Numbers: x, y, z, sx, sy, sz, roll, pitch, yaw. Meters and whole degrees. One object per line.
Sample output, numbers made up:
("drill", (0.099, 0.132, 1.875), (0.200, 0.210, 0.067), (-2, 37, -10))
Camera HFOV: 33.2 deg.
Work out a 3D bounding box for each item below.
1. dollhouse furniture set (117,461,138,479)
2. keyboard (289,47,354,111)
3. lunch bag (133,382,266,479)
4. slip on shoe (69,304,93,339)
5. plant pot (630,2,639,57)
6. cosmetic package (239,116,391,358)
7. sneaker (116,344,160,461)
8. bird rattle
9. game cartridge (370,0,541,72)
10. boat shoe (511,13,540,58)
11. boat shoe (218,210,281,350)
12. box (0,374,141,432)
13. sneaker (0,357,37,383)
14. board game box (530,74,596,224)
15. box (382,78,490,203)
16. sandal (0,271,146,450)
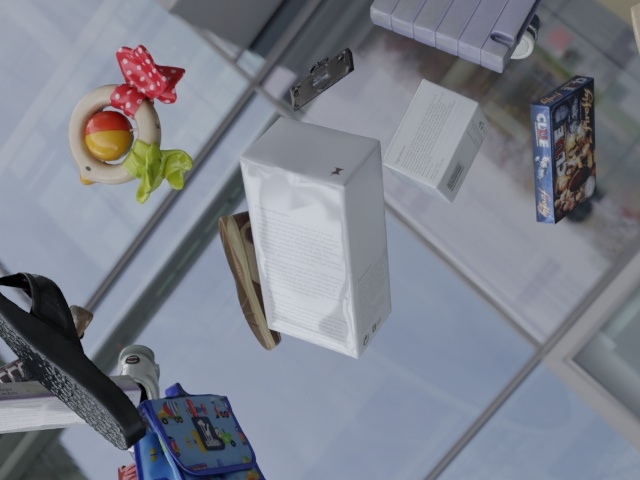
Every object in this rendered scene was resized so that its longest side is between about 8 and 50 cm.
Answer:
("dollhouse furniture set", (-0.381, 0.568, 2.086), (0.201, 0.374, 0.152), (43, -154, -40))
("keyboard", (0.003, -0.379, 2.496), (0.023, 0.180, 0.108), (35, -146, -40))
("lunch bag", (-0.197, 0.373, 1.729), (0.221, 0.138, 0.293), (6, -120, -59))
("slip on shoe", (-0.437, 0.166, 1.888), (0.041, 0.135, 0.051), (14, -142, -21))
("plant pot", (0.453, -0.263, 1.372), (0.109, 0.109, 0.096), (23, -135, -68))
("cosmetic package", (0.000, 0.000, 2.144), (0.230, 0.453, 0.161), (17, -135, 25))
("sneaker", (-0.399, 0.411, 2.384), (0.146, 0.122, 0.330), (-95, -5, -67))
("bird rattle", (-0.320, -0.184, 1.743), (0.143, 0.207, 0.253), (-36, -65, -72))
("game cartridge", (0.250, -0.441, 1.623), (0.230, 0.355, 0.068), (24, 165, 22))
("boat shoe", (0.233, -0.376, 1.737), (0.255, 0.079, 0.095), (19, 150, 4))
("boat shoe", (-0.141, 0.091, 2.585), (0.123, 0.123, 0.342), (155, 96, -73))
("box", (-0.460, 0.273, 1.783), (0.324, 0.067, 0.063), (-1, -159, -32))
("sneaker", (-0.678, 0.270, 2.070), (0.162, 0.106, 0.281), (38, -125, 19))
("board game box", (0.467, -0.172, 2.052), (0.042, 0.243, 0.165), (16, -143, 40))
("box", (0.222, -0.184, 2.030), (0.119, 0.182, 0.181), (26, 180, 17))
("sandal", (-0.410, 0.153, 1.667), (0.446, 0.107, 0.167), (37, 150, 23))
